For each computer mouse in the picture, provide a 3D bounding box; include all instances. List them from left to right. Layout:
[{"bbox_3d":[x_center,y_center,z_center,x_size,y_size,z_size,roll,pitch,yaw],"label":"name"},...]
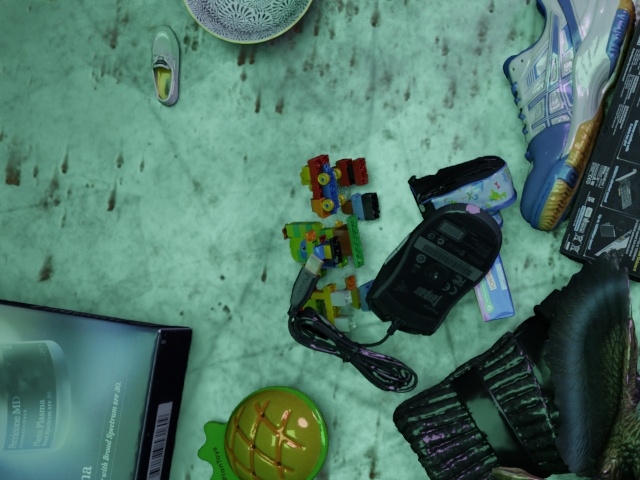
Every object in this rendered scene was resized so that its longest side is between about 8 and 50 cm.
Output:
[{"bbox_3d":[0.076,0.037,1.740,0.184,0.060,0.262,25,118,-8],"label":"computer mouse"}]

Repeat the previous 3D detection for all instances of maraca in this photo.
[{"bbox_3d":[-0.068,0.244,1.825,0.185,0.099,0.127,-27,75,30],"label":"maraca"}]

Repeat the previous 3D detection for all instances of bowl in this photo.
[{"bbox_3d":[-0.081,-0.315,1.861,0.170,0.080,0.170,0,88,6],"label":"bowl"}]

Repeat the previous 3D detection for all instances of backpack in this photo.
[{"bbox_3d":[0.173,-0.048,1.809,0.114,0.105,0.084,-24,107,2],"label":"backpack"}]

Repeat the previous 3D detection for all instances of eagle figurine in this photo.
[{"bbox_3d":[0.342,0.184,1.629,0.225,0.298,0.226,-24,119,43],"label":"eagle figurine"}]

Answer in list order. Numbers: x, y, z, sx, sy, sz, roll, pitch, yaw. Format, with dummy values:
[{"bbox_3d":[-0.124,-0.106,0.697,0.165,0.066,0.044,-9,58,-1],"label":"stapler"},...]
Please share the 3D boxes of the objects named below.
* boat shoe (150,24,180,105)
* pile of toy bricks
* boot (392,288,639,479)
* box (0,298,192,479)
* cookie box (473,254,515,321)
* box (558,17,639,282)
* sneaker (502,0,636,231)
[{"bbox_3d":[-0.192,-0.216,1.890,0.035,0.035,0.100,-1,87,7],"label":"boat shoe"},{"bbox_3d":[0.000,0.000,1.836,0.105,0.118,0.212,0,104,34],"label":"pile of toy bricks"},{"bbox_3d":[0.276,0.256,1.761,0.260,0.131,0.348,-40,73,-4],"label":"boot"},{"bbox_3d":[-0.331,0.225,1.812,0.294,0.183,0.296,8,88,8],"label":"box"},{"bbox_3d":[0.197,0.048,1.796,0.040,0.107,0.092,-15,85,5],"label":"cookie box"},{"bbox_3d":[0.438,-0.090,1.760,0.242,0.076,0.307,18,89,23],"label":"box"},{"bbox_3d":[0.270,-0.158,1.810,0.131,0.112,0.296,16,81,17],"label":"sneaker"}]
